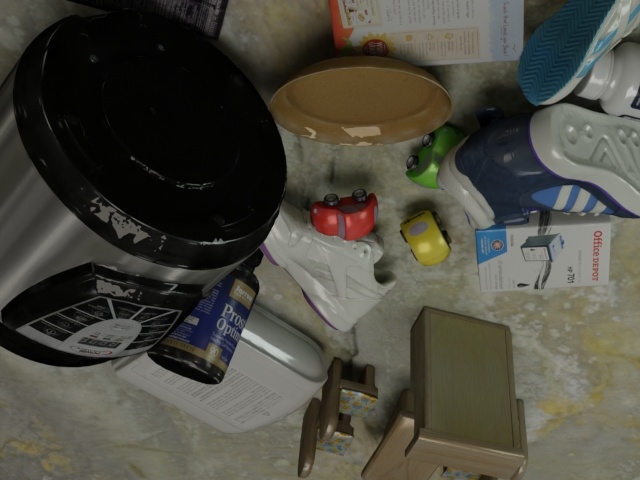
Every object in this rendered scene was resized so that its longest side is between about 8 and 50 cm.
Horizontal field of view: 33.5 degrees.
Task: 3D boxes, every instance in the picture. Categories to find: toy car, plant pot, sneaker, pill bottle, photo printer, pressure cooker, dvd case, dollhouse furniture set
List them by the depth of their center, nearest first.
[{"bbox_3d":[0.324,-0.252,1.260,0.092,0.087,0.229,4,131,-45],"label":"sneaker"},{"bbox_3d":[-0.215,-0.339,1.299,0.221,0.018,0.164,13,137,-10],"label":"dvd case"},{"bbox_3d":[0.409,-0.196,1.335,0.169,0.094,0.094,13,136,-8],"label":"pill bottle"},{"bbox_3d":[-0.287,-0.041,1.370,0.370,0.375,0.420,51,130,-2],"label":"pressure cooker"},{"bbox_3d":[0.053,-0.182,1.373,0.236,0.032,0.236,1,162,0],"label":"plant pot"},{"bbox_3d":[0.309,-0.082,1.445,0.322,0.130,0.236,13,156,-40],"label":"sneaker"},{"bbox_3d":[0.132,-0.062,1.496,0.239,0.053,0.225,17,122,-27],"label":"toy car"},{"bbox_3d":[-0.165,0.094,1.589,0.122,0.219,0.123,19,162,7],"label":"pill bottle"},{"bbox_3d":[0.000,0.000,1.593,0.152,0.114,0.305,-35,125,8],"label":"sneaker"},{"bbox_3d":[-0.158,0.209,1.802,0.307,0.107,0.256,34,130,-27],"label":"photo printer"},{"bbox_3d":[0.182,0.344,1.804,0.362,0.256,0.394,14,136,-9],"label":"dollhouse furniture set"}]

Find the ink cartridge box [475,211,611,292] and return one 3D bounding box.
[{"bbox_3d":[0.324,-0.001,1.557,0.190,0.082,0.140,-3,136,11],"label":"ink cartridge box"}]

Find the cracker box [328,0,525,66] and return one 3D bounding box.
[{"bbox_3d":[0.128,-0.290,1.283,0.232,0.067,0.156,-1,138,8],"label":"cracker box"}]
